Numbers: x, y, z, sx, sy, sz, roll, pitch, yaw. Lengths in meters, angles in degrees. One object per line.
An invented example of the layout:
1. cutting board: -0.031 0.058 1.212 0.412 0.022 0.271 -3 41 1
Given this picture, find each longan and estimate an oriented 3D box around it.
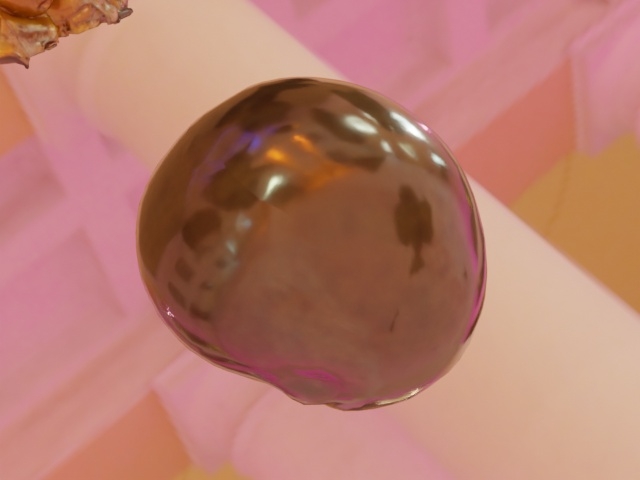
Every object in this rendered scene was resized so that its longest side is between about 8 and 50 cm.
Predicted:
1. longan: 0.000 0.000 1.010 0.197 0.220 0.196 -64 4 8

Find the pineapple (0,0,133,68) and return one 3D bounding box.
1. pineapple: -0.195 -0.147 0.813 0.224 0.225 0.076 -20 -53 -38
